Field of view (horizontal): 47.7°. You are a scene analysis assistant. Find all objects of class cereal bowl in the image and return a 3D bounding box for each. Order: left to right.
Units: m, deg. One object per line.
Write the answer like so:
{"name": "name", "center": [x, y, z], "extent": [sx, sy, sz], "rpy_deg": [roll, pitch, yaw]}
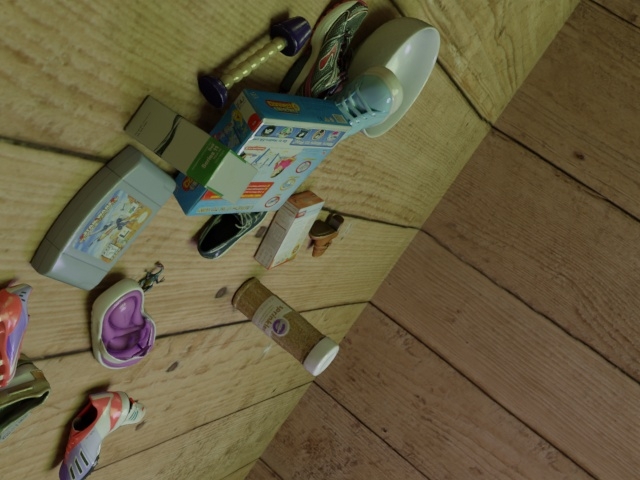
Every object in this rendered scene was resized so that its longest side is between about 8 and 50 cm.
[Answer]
{"name": "cereal bowl", "center": [0.167, -0.453, 1.944], "extent": [0.339, 0.141, 0.339], "rpy_deg": [-46, 161, -20]}

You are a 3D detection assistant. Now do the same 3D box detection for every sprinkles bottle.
{"name": "sprinkles bottle", "center": [-0.111, 0.267, 2.266], "extent": [0.121, 0.355, 0.121], "rpy_deg": [-46, 161, -20]}

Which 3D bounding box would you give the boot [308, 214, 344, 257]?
{"name": "boot", "center": [0.000, 0.000, 2.505], "extent": [0.197, 0.073, 0.152], "rpy_deg": [-24, 151, -52]}

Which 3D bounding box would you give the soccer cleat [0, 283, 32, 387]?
{"name": "soccer cleat", "center": [-0.595, 0.187, 1.384], "extent": [0.095, 0.083, 0.248], "rpy_deg": [-39, 155, -48]}

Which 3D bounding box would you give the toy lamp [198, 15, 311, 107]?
{"name": "toy lamp", "center": [-0.126, -0.372, 1.484], "extent": [0.275, 0.080, 0.080], "rpy_deg": [-42, 159, -24]}

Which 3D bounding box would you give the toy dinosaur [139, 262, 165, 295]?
{"name": "toy dinosaur", "center": [-0.412, 0.091, 1.746], "extent": [0.090, 0.047, 0.082], "rpy_deg": [-22, -157, 51]}

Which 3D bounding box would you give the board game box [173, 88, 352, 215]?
{"name": "board game box", "center": [-0.129, -0.187, 1.608], "extent": [0.302, 0.086, 0.308], "rpy_deg": [-45, 158, 30]}

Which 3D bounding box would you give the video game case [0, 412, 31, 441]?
{"name": "video game case", "center": [-0.707, 0.404, 1.620], "extent": [0.087, 0.011, 0.122], "rpy_deg": [-46, 161, -17]}

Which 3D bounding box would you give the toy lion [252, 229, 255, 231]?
{"name": "toy lion", "center": [-0.170, -0.086, 1.994], "extent": [0.096, 0.034, 0.100], "rpy_deg": [-50, 164, -33]}

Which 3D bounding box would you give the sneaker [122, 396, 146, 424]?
{"name": "sneaker", "center": [-0.547, 0.487, 2.094], "extent": [0.075, 0.057, 0.161], "rpy_deg": [-51, 160, 14]}

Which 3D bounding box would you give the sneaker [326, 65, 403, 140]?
{"name": "sneaker", "center": [0.059, -0.302, 1.770], "extent": [0.150, 0.135, 0.366], "rpy_deg": [-44, -169, -28]}

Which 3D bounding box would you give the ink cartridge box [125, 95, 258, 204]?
{"name": "ink cartridge box", "center": [-0.242, -0.169, 1.370], "extent": [0.087, 0.208, 0.153], "rpy_deg": [-56, 163, 1]}

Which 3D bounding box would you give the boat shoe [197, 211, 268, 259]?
{"name": "boat shoe", "center": [-0.216, -0.056, 1.837], "extent": [0.254, 0.095, 0.079], "rpy_deg": [-42, 172, -4]}

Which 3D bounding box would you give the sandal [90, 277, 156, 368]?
{"name": "sandal", "center": [-0.462, 0.235, 1.739], "extent": [0.169, 0.102, 0.416], "rpy_deg": [-38, 160, -21]}

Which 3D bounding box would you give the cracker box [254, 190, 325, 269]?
{"name": "cracker box", "center": [-0.095, -0.033, 2.212], "extent": [0.156, 0.067, 0.232], "rpy_deg": [-22, 146, -59]}

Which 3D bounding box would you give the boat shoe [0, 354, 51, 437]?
{"name": "boat shoe", "center": [-0.683, 0.358, 1.444], "extent": [0.302, 0.103, 0.113], "rpy_deg": [-42, 159, -28]}

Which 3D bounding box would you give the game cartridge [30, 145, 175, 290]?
{"name": "game cartridge", "center": [-0.422, -0.038, 1.425], "extent": [0.297, 0.062, 0.198], "rpy_deg": [-51, 166, -4]}

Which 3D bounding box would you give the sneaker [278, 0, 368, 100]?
{"name": "sneaker", "center": [0.027, -0.424, 1.703], "extent": [0.299, 0.112, 0.121], "rpy_deg": [-58, 161, 14]}

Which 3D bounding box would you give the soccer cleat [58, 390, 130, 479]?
{"name": "soccer cleat", "center": [-0.631, 0.525, 1.926], "extent": [0.116, 0.108, 0.318], "rpy_deg": [20, 111, -48]}
